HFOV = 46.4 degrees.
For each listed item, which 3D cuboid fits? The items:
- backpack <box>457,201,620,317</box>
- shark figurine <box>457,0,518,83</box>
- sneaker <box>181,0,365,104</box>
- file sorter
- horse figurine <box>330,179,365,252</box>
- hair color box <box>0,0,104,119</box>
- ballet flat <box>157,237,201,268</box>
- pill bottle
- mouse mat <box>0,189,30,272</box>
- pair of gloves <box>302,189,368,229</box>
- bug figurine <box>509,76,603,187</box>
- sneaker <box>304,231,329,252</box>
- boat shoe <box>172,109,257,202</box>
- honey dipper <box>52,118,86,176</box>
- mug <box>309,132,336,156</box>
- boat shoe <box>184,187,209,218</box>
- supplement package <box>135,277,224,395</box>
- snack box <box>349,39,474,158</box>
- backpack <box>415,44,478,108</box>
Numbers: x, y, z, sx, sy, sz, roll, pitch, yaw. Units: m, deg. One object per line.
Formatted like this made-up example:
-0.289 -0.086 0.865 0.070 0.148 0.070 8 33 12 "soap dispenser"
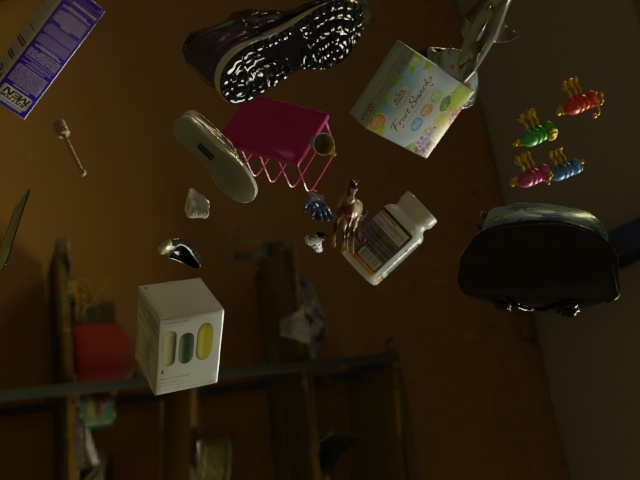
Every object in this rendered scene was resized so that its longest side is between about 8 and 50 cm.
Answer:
0.440 0.033 1.500 0.289 0.355 0.274 1 -102 20 "backpack"
0.402 -0.484 1.637 0.166 0.116 0.278 -86 -158 -44 "shark figurine"
-0.063 -0.297 1.050 0.124 0.283 0.107 39 -39 28 "sneaker"
-0.128 -0.293 2.309 0.290 0.202 0.182 19 -26 25 "file sorter"
0.075 -0.057 1.956 0.263 0.066 0.175 26 72 -77 "horse figurine"
-0.698 -0.486 1.877 0.339 0.110 0.185 -51 -145 2 "hair color box"
-0.342 0.031 1.837 0.057 0.173 0.049 -41 -113 9 "ballet flat"
0.211 -0.009 2.281 0.278 0.162 0.162 -44 -142 4 "pill bottle"
-0.677 -0.007 1.627 0.152 0.007 0.190 -27 -131 52 "mouse mat"
0.044 -0.087 2.140 0.159 0.198 0.023 -93 -164 -55 "pair of gloves"
0.523 -0.211 1.660 0.072 0.216 0.279 51 -22 39 "bug figurine"
0.000 0.000 2.320 0.069 0.098 0.038 -33 -121 14 "sneaker"
-0.248 -0.210 1.833 0.096 0.267 0.088 -40 -168 34 "boat shoe"
-0.574 -0.211 1.712 0.161 0.030 0.030 59 -38 23 "honey dipper"
0.002 -0.262 2.077 0.064 0.062 0.078 25 -44 68 "mug"
-0.345 -0.103 2.108 0.184 0.063 0.066 -140 -115 -71 "boat shoe"
-0.423 0.281 2.216 0.198 0.199 0.263 42 -49 49 "supplement package"
0.187 -0.280 1.514 0.175 0.207 0.070 -56 -136 18 "snack box"
0.320 -0.407 1.890 0.144 0.188 0.166 -2 -85 44 "backpack"
